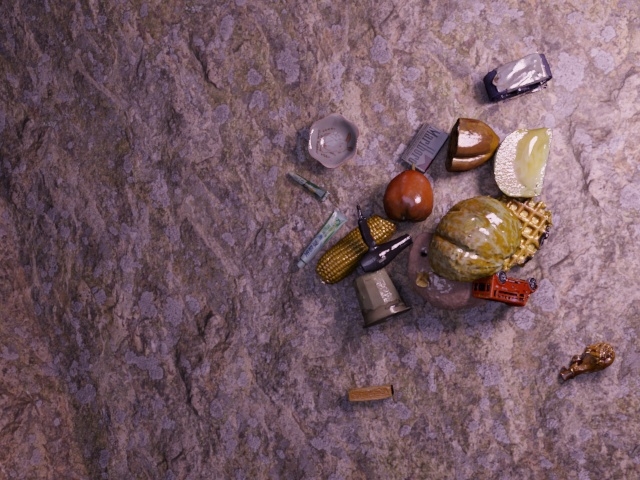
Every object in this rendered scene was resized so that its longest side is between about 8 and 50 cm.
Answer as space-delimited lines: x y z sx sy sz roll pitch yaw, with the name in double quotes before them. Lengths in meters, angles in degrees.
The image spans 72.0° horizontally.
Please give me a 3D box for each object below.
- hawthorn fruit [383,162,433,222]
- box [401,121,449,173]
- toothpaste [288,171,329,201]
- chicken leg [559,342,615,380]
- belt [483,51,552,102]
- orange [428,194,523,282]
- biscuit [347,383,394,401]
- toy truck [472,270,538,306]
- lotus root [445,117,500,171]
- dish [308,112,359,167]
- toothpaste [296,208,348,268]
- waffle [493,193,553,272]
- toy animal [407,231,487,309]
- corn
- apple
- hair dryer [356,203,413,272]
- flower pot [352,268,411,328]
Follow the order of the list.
"hawthorn fruit" 0.350 -0.191 1.746 0.199 0.199 0.251 6 73 15
"box" 0.426 -0.378 1.790 0.115 0.036 0.178 35 98 12
"toothpaste" -0.056 -0.242 1.922 0.204 0.031 0.049 34 99 11
"chicken leg" 0.975 0.449 1.614 0.207 0.101 0.085 -40 50 20
"belt" 0.741 -0.600 1.653 0.230 0.139 0.126 -17 84 12
"orange" 0.551 -0.024 1.550 0.271 0.210 0.368 37 65 27
"biscuit" 0.209 0.632 1.832 0.187 0.056 0.052 -11 89 14
"toy truck" 0.676 0.178 1.615 0.252 0.107 0.114 13 80 -28
"lotus root" 0.581 -0.353 1.679 0.179 0.188 0.199 10 90 4
"dish" 0.059 -0.416 1.868 0.229 0.081 0.230 0 89 11
"toothpaste" 0.000 0.000 1.900 0.074 0.048 0.297 41 96 15
"waffle" 0.727 -0.027 1.696 0.307 0.060 0.312 2 90 17
"toy animal" 0.474 0.149 1.688 0.358 0.188 0.226 38 75 11
"corn" 0.139 0.033 1.815 0.387 0.144 0.144 -43 80 7
"apple" 0.738 -0.293 1.651 0.193 0.120 0.265 9 94 1
"hair dryer" 0.216 -0.030 1.690 0.235 0.091 0.272 -31 108 -8
"flower pot" 0.225 0.226 1.764 0.212 0.212 0.203 -28 75 13
